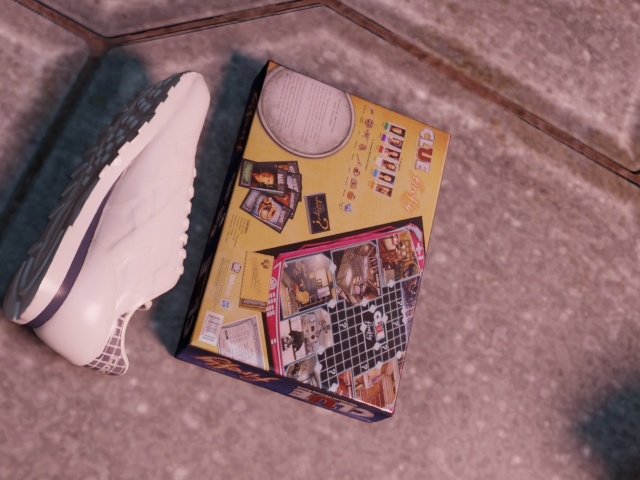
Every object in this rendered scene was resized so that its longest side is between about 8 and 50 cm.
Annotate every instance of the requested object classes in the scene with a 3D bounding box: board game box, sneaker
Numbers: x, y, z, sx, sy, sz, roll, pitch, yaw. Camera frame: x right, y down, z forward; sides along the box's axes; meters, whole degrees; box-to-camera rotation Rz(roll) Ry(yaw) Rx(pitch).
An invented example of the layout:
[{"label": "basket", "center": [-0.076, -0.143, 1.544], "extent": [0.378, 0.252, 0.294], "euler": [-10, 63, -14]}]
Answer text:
[{"label": "board game box", "center": [0.000, 0.000, 0.976], "extent": [0.165, 0.042, 0.243], "euler": [21, 65, -14]}, {"label": "sneaker", "center": [-0.133, -0.018, 0.914], "extent": [0.095, 0.090, 0.235], "euler": [36, 65, -21]}]
